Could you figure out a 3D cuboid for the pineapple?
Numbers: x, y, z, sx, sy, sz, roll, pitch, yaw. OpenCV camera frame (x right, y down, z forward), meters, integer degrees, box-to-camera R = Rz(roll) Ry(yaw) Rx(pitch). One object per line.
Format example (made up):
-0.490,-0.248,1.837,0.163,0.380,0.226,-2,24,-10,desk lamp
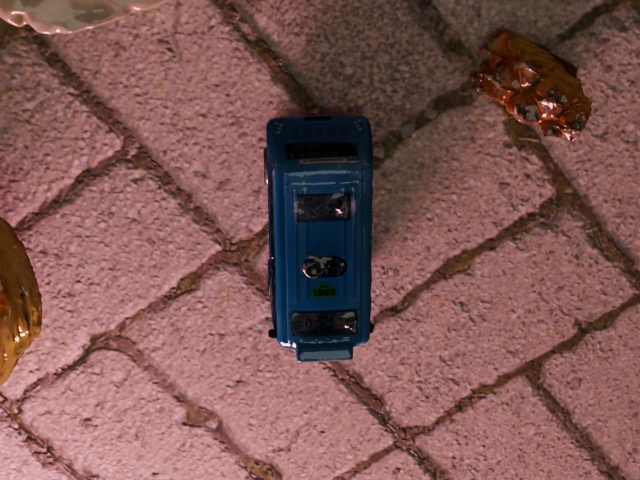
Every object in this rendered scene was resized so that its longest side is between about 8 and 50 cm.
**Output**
0.222,-0.149,1.503,0.116,0.137,0.069,-9,139,-50,pineapple

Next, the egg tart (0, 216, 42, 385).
-0.455,0.055,1.551,0.341,0.132,0.341,-2,120,-4,egg tart

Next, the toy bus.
0.000,0.000,1.549,0.113,0.134,0.246,-2,120,-3,toy bus

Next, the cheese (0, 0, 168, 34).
-0.233,-0.338,1.301,0.292,0.153,0.332,-39,107,18,cheese
